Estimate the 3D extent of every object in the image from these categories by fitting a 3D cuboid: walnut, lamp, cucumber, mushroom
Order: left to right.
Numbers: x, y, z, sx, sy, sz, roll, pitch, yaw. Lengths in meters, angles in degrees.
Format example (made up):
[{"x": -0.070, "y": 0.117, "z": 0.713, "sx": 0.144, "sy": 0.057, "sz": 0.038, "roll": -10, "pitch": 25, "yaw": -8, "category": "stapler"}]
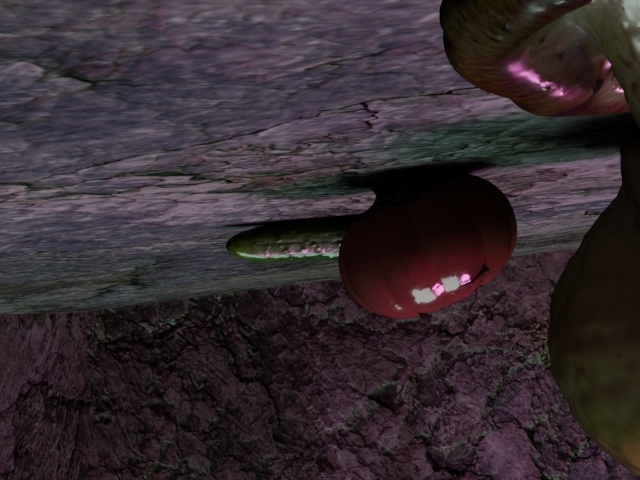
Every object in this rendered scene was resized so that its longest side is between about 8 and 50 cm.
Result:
[{"x": 0.000, "y": 0.000, "z": 1.549, "sx": 0.250, "sy": 0.056, "sz": 0.056, "roll": -2, "pitch": 175, "yaw": -18, "category": "cucumber"}, {"x": 0.101, "y": -0.003, "z": 1.212, "sx": 0.182, "sy": 0.140, "sz": 0.182, "roll": -23, "pitch": -176, "yaw": 2, "category": "lamp"}, {"x": 0.139, "y": -0.016, "z": 0.469, "sx": 0.148, "sy": 0.218, "sz": 0.227, "roll": -11, "pitch": 174, "yaw": 36, "category": "mushroom"}, {"x": 0.369, "y": 0.050, "z": 1.043, "sx": 0.381, "sy": 0.382, "sz": 0.381, "roll": -7, "pitch": 176, "yaw": -1, "category": "walnut"}]
